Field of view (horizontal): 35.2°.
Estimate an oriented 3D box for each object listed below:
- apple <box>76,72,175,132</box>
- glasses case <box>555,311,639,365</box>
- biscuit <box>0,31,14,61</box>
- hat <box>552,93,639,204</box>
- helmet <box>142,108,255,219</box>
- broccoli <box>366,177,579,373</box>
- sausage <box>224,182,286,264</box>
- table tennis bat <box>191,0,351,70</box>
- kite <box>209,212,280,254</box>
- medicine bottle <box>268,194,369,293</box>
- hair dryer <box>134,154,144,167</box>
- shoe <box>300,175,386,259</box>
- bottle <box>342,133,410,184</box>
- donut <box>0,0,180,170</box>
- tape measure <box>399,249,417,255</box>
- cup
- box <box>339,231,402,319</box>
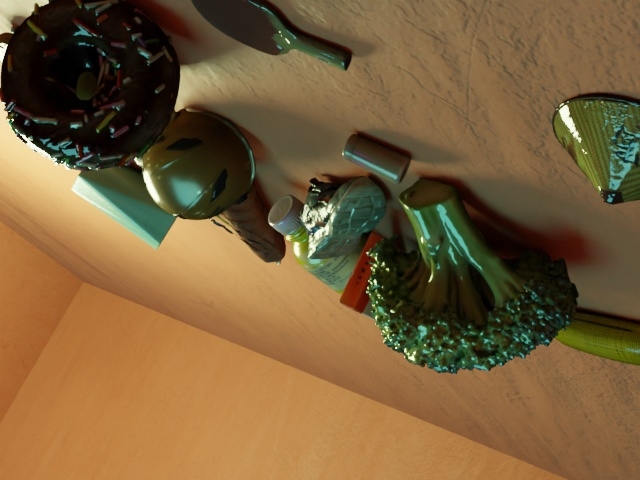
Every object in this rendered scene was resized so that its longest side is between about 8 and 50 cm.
[{"bbox_3d":[-0.324,-0.227,1.575,0.200,0.200,0.200,25,164,8],"label":"apple"},{"bbox_3d":[0.486,0.164,1.690,0.234,0.064,0.079,11,150,48],"label":"glasses case"},{"bbox_3d":[-0.460,-0.282,1.837,0.290,0.041,0.208,36,162,-17],"label":"biscuit"},{"bbox_3d":[0.337,-0.077,1.131,0.193,0.082,0.193,26,163,8],"label":"hat"},{"bbox_3d":[-0.225,-0.116,1.752,0.198,0.130,0.224,49,144,-13],"label":"helmet"},{"bbox_3d":[0.204,0.079,1.544,0.302,0.249,0.375,36,168,-38],"label":"broccoli"},{"bbox_3d":[-0.142,-0.046,2.036,0.088,0.087,0.433,22,163,20],"label":"sausage"},{"bbox_3d":[-0.068,-0.272,1.298,0.234,0.022,0.131,25,164,15],"label":"table tennis bat"},{"bbox_3d":[-0.204,-0.050,1.944,0.285,0.015,0.152,33,167,-7],"label":"kite"},{"bbox_3d":[0.000,0.000,1.863,0.212,0.121,0.122,37,162,-31],"label":"medicine bottle"},{"bbox_3d":[-0.266,-0.137,2.013,0.114,0.070,0.248,18,171,27],"label":"hair dryer"},{"bbox_3d":[0.031,-0.062,1.710,0.099,0.125,0.227,-3,151,-27],"label":"shoe"},{"bbox_3d":[0.082,-0.121,1.485,0.096,0.045,0.045,26,165,13],"label":"bottle"},{"bbox_3d":[-0.332,-0.229,1.434,0.270,0.269,0.103,27,177,4],"label":"donut"},{"bbox_3d":[0.225,0.107,1.858,0.175,0.106,0.200,26,167,19],"label":"tape measure"},{"bbox_3d":[-0.427,-0.102,2.267,0.236,0.148,0.134,34,131,-6],"label":"cup"},{"bbox_3d":[0.099,0.070,1.808,0.035,0.139,0.245,24,176,15],"label":"box"}]
